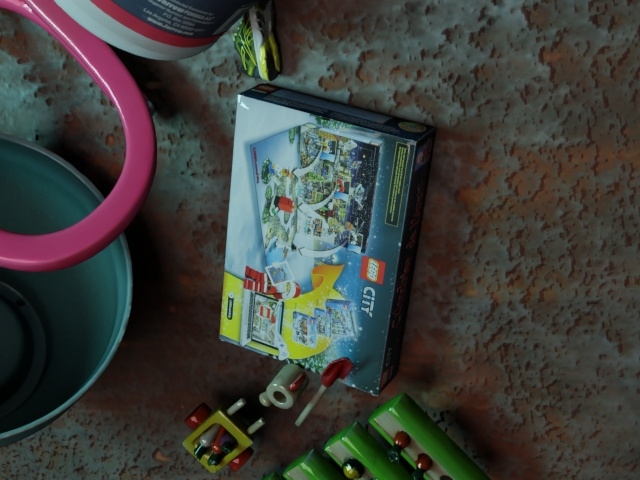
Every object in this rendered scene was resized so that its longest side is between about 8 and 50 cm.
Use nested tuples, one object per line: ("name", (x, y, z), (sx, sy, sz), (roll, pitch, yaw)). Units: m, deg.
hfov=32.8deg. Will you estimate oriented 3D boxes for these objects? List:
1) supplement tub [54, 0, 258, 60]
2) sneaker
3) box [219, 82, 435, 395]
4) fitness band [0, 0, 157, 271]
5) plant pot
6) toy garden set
("supplement tub", (-0.070, -0.271, 0.750), (0.272, 0.191, 0.191), (-36, 91, 34))
("sneaker", (-0.057, -0.170, 0.881), (0.035, 0.031, 0.083), (3, 112, 28))
("box", (0.000, 0.000, 0.913), (0.159, 0.044, 0.233), (17, 117, 21))
("fitness band", (-0.271, -0.108, 0.935), (0.209, 0.054, 0.291), (-42, 83, -7))
("plant pot", (-0.333, 0.071, 1.005), (0.293, 0.293, 0.196), (44, 150, 6))
("toy garden set", (-0.005, 0.198, 0.960), (0.204, 0.049, 0.244), (46, 133, -4))
